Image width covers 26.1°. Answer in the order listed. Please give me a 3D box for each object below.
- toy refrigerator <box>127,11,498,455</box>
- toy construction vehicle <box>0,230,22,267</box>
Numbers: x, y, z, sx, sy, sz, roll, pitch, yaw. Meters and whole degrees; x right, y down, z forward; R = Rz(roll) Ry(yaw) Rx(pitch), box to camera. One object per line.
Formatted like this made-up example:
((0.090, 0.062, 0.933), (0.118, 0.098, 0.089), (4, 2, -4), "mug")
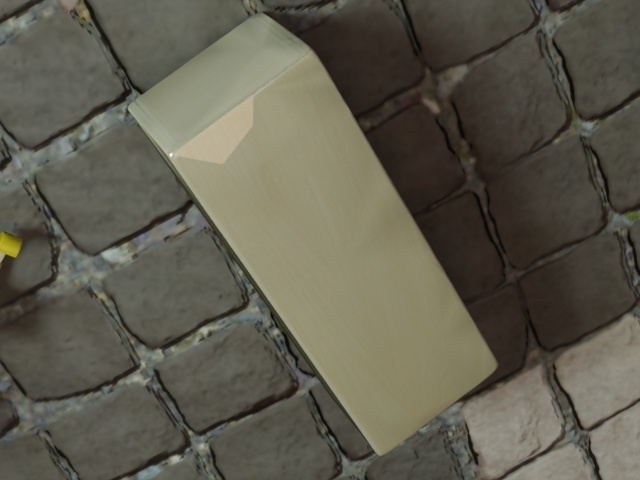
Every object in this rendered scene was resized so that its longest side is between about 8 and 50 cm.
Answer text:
((0.000, 0.000, 0.860), (0.102, 0.094, 0.269), (-37, 124, -5), "toy refrigerator")
((-0.234, 0.027, 0.830), (0.086, 0.035, 0.098), (22, 107, -16), "toy construction vehicle")
